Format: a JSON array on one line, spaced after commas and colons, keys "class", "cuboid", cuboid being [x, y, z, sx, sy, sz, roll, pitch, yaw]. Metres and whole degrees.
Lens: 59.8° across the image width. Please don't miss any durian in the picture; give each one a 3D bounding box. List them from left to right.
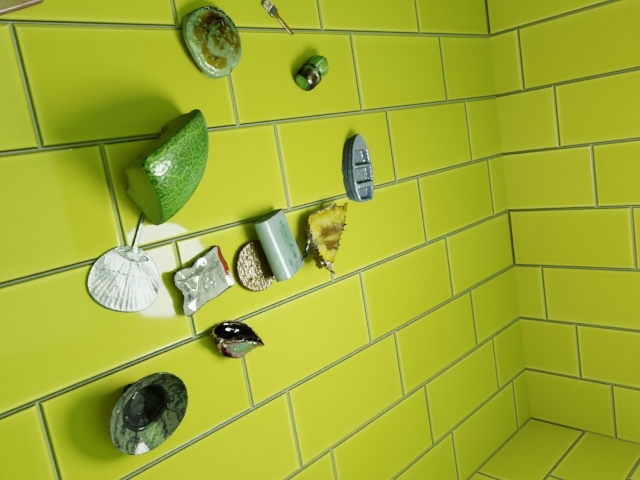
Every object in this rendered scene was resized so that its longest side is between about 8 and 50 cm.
[{"class": "durian", "cuboid": [-0.305, 0.346, 1.911, 0.186, 0.119, 0.108, 8, 123, -32]}]

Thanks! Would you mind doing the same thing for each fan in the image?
[{"class": "fan", "cuboid": [-0.597, 0.080, 1.670, 0.223, 0.012, 0.294, -17, 102, -41]}]

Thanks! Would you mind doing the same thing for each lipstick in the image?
[{"class": "lipstick", "cuboid": [-0.798, -0.622, 1.447, 0.145, 0.045, 0.045, -39, 114, -35]}]

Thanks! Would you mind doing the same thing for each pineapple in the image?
[{"class": "pineapple", "cuboid": [-0.005, -0.002, 2.156, 0.158, 0.161, 0.335, 17, 57, -15]}]

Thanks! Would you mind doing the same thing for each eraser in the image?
[{"class": "eraser", "cuboid": [-0.149, 0.014, 2.011, 0.227, 0.081, 0.174, 68, 27, -12]}]

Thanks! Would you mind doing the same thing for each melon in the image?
[{"class": "melon", "cuboid": [-0.444, -0.254, 1.688, 0.343, 0.226, 0.331, -54, 162, -28]}]

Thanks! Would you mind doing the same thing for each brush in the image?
[{"class": "brush", "cuboid": [-0.155, -0.830, 2.077, 0.170, 0.014, 0.043, 41, 65, -37]}]

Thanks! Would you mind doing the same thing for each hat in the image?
[{"class": "hat", "cuboid": [-0.529, 0.490, 1.659, 0.265, 0.128, 0.266, -15, 115, -37]}]

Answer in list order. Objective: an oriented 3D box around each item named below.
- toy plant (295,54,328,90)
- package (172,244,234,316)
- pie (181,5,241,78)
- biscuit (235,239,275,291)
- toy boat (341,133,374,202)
[{"class": "toy plant", "cuboid": [-0.026, -0.653, 2.149, 0.162, 0.093, 0.093, -53, 124, -29]}, {"class": "package", "cuboid": [-0.392, 0.134, 1.850, 0.232, 0.040, 0.166, -41, 121, -44]}, {"class": "pie", "cuboid": [-0.361, -0.663, 1.857, 0.240, 0.054, 0.241, 1, 88, -45]}, {"class": "biscuit", "cuboid": [-0.230, 0.091, 2.005, 0.188, 0.027, 0.188, 2, 87, -43]}, {"class": "toy boat", "cuboid": [0.158, -0.303, 2.337, 0.127, 0.078, 0.283, -15, 100, -42]}]
